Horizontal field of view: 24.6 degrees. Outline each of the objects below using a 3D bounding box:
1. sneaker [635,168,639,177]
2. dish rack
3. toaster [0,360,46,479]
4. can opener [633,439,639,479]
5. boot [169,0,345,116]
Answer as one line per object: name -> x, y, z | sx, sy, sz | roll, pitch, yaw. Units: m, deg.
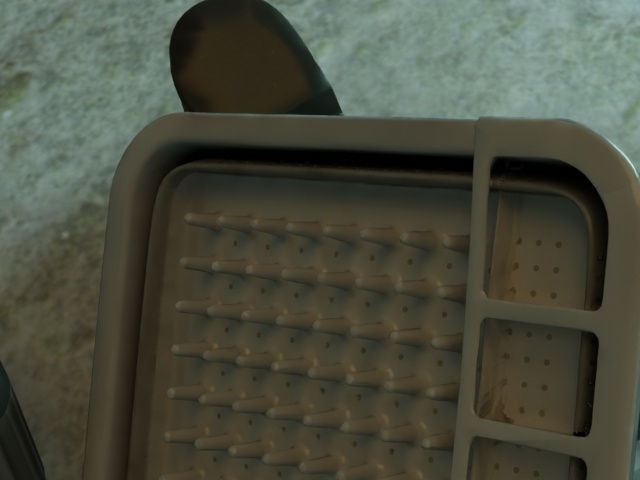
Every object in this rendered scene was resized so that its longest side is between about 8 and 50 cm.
sneaker -> 0.217, 0.034, 0.873 | 0.297, 0.111, 0.129 | 19, 82, 15
dish rack -> 0.020, 0.080, 0.747 | 0.333, 0.072, 0.285 | 5, 91, 38
toaster -> -0.241, 0.096, 0.823 | 0.129, 0.146, 0.227 | -38, 61, -18
can opener -> 0.148, 0.158, 0.781 | 0.280, 0.093, 0.074 | -35, 24, -6
boot -> 0.000, 0.000, 0.905 | 0.112, 0.115, 0.305 | -24, 77, -13
